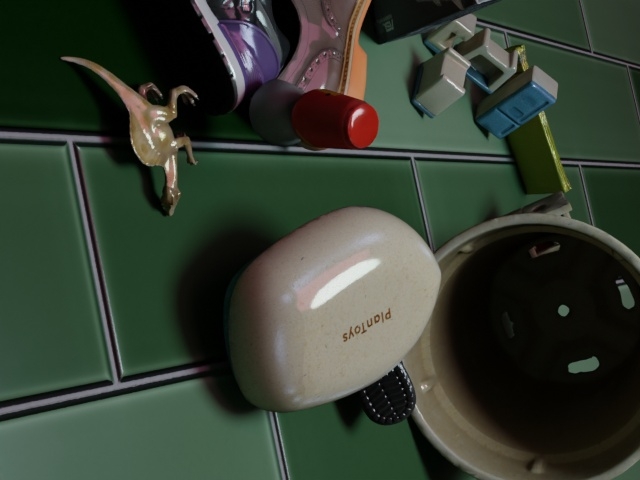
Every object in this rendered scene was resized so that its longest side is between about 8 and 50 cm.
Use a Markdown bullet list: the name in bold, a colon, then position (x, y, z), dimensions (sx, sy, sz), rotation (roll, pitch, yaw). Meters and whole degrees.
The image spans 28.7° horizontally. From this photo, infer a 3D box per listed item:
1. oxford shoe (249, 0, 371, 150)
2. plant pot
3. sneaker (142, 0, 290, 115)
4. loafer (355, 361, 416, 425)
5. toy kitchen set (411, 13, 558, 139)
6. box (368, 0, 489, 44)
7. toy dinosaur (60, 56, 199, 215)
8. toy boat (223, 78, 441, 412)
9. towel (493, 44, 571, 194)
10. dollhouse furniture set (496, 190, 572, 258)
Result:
- **oxford shoe**: position (-0.019, -0.289, 1.395), dimensions (0.133, 0.130, 0.363), rotation (25, 56, -45)
- **plant pot**: position (0.290, 0.115, 1.586), dimensions (0.305, 0.334, 0.334), rotation (-23, 97, -71)
- **sneaker**: position (-0.117, -0.275, 1.228), dimensions (0.124, 0.107, 0.283), rotation (-39, 121, -39)
- **loafer**: position (0.038, 0.098, 1.388), dimensions (0.078, 0.080, 0.220), rotation (-129, -160, -85)
- **toy kitchen set**: position (0.219, -0.198, 1.789), dimensions (0.207, 0.122, 0.166), rotation (34, 47, -22)
- **box**: position (0.121, -0.383, 1.515), dimensions (0.076, 0.307, 0.242), rotation (-19, 96, -17)
- **toy dinosaur**: position (-0.158, -0.114, 1.161), dimensions (0.183, 0.053, 0.092), rotation (61, 35, -23)
- **toy boat**: position (0.000, 0.000, 1.244), dimensions (0.267, 0.148, 0.318), rotation (-19, 113, -40)
- **towel**: position (0.316, -0.183, 1.929), dimensions (0.021, 0.102, 0.237), rotation (-26, 102, -24)
- **dollhouse furniture set**: position (0.314, -0.001, 1.849), dimensions (0.183, 0.129, 0.129), rotation (-90, 156, -71)
